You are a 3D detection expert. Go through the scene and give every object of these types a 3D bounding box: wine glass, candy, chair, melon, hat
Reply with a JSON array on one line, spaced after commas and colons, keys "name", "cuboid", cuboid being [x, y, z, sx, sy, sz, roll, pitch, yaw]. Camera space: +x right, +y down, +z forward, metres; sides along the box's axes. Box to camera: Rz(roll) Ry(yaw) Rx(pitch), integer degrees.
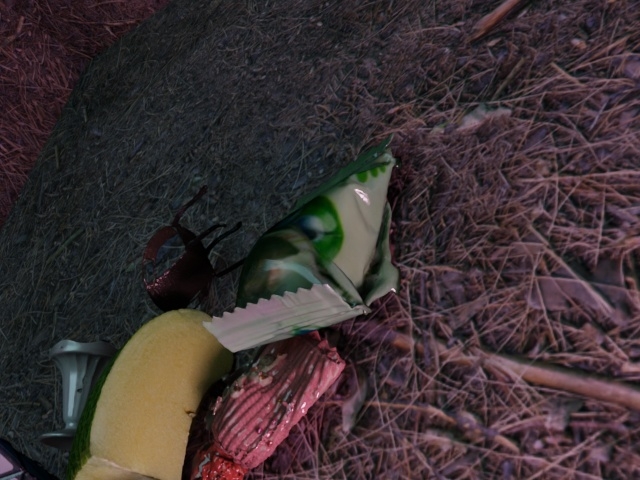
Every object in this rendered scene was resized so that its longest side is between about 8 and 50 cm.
[{"name": "wine glass", "cuboid": [-0.473, 0.310, 1.317, 0.165, 0.165, 0.197, -25, 52, 35]}, {"name": "candy", "cuboid": [-0.004, -0.005, 1.028, 0.262, 0.172, 0.398, -21, 35, 33]}, {"name": "chair", "cuboid": [-0.242, 0.031, 1.268, 0.213, 0.174, 0.149, -41, 40, 0]}, {"name": "melon", "cuboid": [-0.263, 0.282, 1.081, 0.226, 0.331, 0.344, -5, 41, 5]}, {"name": "hat", "cuboid": [-0.096, 0.244, 0.968, 0.286, 0.107, 0.236, -54, 19, -7]}]

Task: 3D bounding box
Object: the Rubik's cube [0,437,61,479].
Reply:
[{"name": "Rubik's cube", "cuboid": [-0.489, 0.475, 1.104, 0.228, 0.228, 0.233, -53, 38, 33]}]
